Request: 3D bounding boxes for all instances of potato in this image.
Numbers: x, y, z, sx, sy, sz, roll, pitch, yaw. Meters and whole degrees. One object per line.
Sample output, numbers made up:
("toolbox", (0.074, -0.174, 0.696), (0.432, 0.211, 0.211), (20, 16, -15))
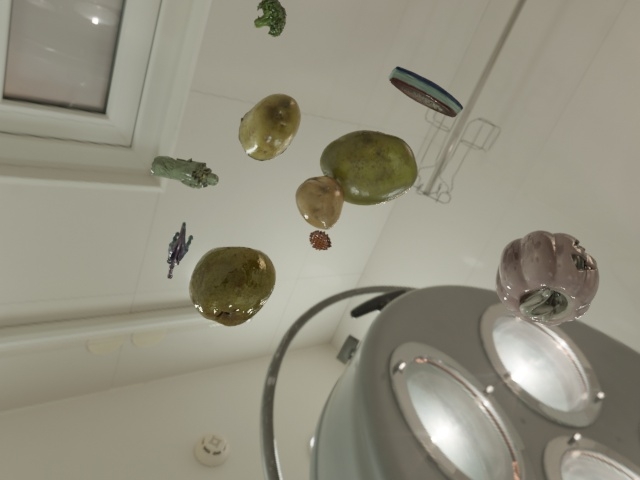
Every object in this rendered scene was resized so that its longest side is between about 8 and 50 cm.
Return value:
("potato", (-0.185, -0.464, 1.959), (0.285, 0.242, 0.243), (-41, -123, -18))
("potato", (-0.004, -0.090, 1.132), (0.112, 0.112, 0.147), (13, -146, -20))
("potato", (0.121, -0.185, 1.258), (0.229, 0.197, 0.148), (-23, -153, -3))

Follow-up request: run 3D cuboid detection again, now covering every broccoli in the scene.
("broccoli", (-0.134, -0.591, 1.322), (0.092, 0.095, 0.097), (-16, -161, 1))

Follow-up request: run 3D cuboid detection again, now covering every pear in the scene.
("pear", (-0.238, 0.124, 1.348), (0.229, 0.211, 0.188), (0, 156, 14))

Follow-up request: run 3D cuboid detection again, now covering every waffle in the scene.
("waffle", (0.000, 0.000, 1.673), (0.083, 0.075, 0.029), (-2, -149, 37))

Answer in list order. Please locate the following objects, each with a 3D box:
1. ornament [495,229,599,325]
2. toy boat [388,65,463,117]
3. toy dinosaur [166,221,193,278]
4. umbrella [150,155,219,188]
("ornament", (0.416, 0.075, 0.920), (0.178, 0.177, 0.177), (19, -156, -9))
("toy boat", (0.289, -0.396, 1.350), (0.229, 0.080, 0.045), (25, -115, -13))
("toy dinosaur", (-0.313, 0.019, 1.097), (0.045, 0.197, 0.080), (18, -134, -14))
("umbrella", (-0.287, -0.146, 1.061), (0.144, 0.062, 0.067), (16, -167, -1))
